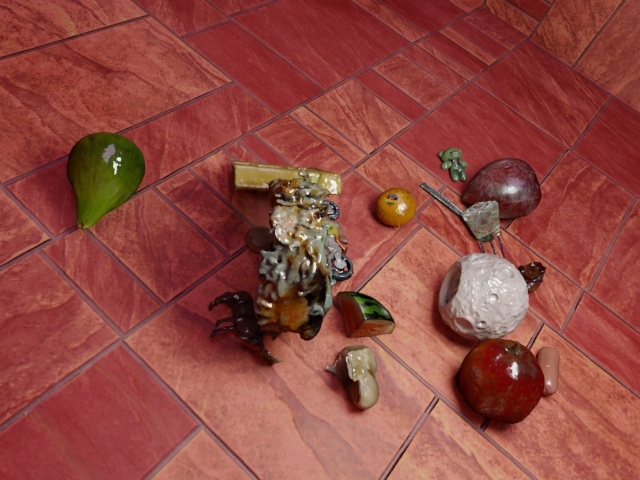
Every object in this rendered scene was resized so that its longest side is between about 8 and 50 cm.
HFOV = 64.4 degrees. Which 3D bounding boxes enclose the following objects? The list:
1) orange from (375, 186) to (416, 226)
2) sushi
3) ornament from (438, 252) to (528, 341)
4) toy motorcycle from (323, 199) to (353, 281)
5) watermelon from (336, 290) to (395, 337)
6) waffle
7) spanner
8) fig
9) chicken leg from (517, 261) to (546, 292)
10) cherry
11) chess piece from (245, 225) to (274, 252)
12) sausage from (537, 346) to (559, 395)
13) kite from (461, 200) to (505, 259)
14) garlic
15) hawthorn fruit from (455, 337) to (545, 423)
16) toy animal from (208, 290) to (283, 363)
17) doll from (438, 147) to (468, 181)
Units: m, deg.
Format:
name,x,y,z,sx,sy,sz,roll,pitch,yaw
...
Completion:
name,x,y,z,sx,sy,sz,roll,pitch,yaw
orange,0.252,-0.108,1.685,0.136,0.117,0.135,-15,57,24
sushi,-0.057,0.024,1.241,0.176,0.417,0.417,-1,52,4
ornament,0.472,0.168,1.464,0.225,0.259,0.259,19,50,-4
toy motorcycle,0.002,-0.001,1.529,0.171,0.089,0.298,1,55,-18
watermelon,0.128,0.194,1.391,0.193,0.145,0.137,32,54,5
waffle,-0.114,-0.185,1.509,0.304,0.077,0.348,2,10,-13
spanner,0.491,-0.104,1.831,0.325,0.026,0.093,40,52,15
fig,-0.594,-0.150,1.385,0.206,0.206,0.275,10,65,-13
chicken leg,0.698,0.131,1.708,0.093,0.053,0.205,20,38,26
cherry,0.663,-0.185,1.842,0.300,0.203,0.230,-14,64,-3
chess piece,-0.178,-0.003,1.499,0.084,0.038,0.083,9,54,-13
sausage,0.667,0.383,1.492,0.062,0.062,0.154,27,49,1
kite,0.569,-0.024,1.747,0.016,0.127,0.229,22,55,-58
garlic,0.096,0.345,1.303,0.124,0.099,0.174,15,52,-34
hawthorn fruit,0.483,0.355,1.342,0.215,0.249,0.215,8,27,-4
toy animal,-0.181,0.213,1.297,0.186,0.093,0.214,7,43,-25
doll,0.524,-0.297,1.963,0.115,0.077,0.150,-10,69,-14
